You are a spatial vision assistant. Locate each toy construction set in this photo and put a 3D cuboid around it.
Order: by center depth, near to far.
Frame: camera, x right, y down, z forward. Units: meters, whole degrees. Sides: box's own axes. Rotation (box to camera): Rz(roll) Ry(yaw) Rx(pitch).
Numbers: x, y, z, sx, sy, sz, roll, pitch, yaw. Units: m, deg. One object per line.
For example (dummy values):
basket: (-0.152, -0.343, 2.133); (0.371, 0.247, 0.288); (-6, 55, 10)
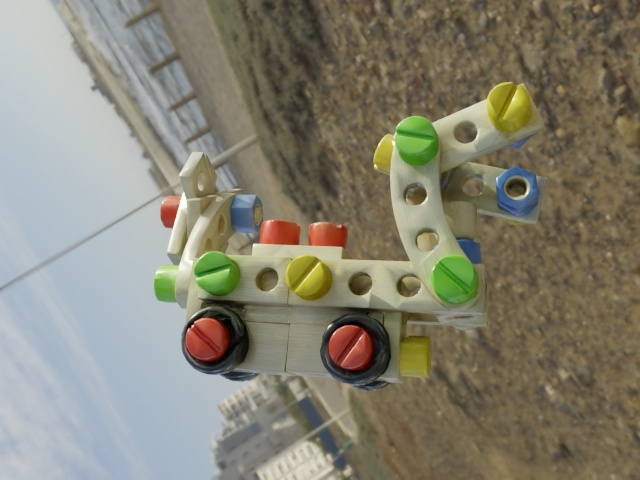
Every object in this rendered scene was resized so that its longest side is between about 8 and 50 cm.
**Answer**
toy construction set: (0.000, 0.000, 0.654); (0.151, 0.327, 0.215); (27, -115, -58)
